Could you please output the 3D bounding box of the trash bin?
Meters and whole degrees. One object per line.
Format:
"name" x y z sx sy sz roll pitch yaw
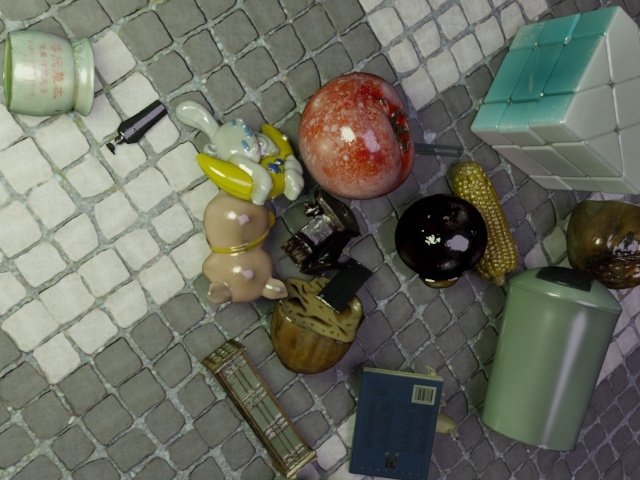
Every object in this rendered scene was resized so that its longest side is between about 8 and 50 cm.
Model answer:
"trash bin" 0.573 0.279 1.823 0.280 0.280 0.432 12 94 -28

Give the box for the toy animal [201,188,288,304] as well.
"toy animal" -0.165 0.004 1.485 0.165 0.149 0.248 -7 87 -11

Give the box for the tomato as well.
"tomato" 0.070 -0.214 1.525 0.270 0.227 0.270 29 56 -55

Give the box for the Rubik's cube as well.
"Rubik's cube" 0.620 -0.324 1.749 0.318 0.316 0.322 31 83 -27

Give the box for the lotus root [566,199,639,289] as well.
"lotus root" 0.759 0.026 1.873 0.272 0.272 0.192 47 51 -24

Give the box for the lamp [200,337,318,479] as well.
"lamp" -0.129 0.366 1.570 0.090 0.089 0.325 -38 111 -19

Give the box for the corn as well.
"corn" 0.398 -0.039 1.784 0.119 0.119 0.322 -28 103 -22

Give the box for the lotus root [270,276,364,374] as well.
"lotus root" -0.022 0.193 1.581 0.188 0.199 0.180 26 127 1

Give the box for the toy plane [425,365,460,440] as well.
"toy plane" 0.244 0.428 1.771 0.256 0.104 0.242 26 98 -21

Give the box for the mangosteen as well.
"mangosteen" 0.282 0.013 1.695 0.211 0.211 0.250 -38 142 -19

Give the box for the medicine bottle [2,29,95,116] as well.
"medicine bottle" -0.476 -0.291 1.280 0.143 0.147 0.147 -2 97 -28

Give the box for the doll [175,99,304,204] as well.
"doll" -0.150 -0.172 1.449 0.237 0.111 0.252 -2 55 -34

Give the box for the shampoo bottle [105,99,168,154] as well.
"shampoo bottle" -0.359 -0.221 1.416 0.137 0.027 0.048 -42 110 -16

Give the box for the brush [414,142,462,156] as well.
"brush" 0.235 -0.218 1.723 0.266 0.027 0.062 -1 97 -28

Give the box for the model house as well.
"model house" -0.007 -0.008 1.549 0.164 0.141 0.203 -40 152 11

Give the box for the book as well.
"book" 0.175 0.434 1.701 0.190 0.025 0.269 7 104 2

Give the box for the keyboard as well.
"keyboard" 0.055 0.095 1.599 0.063 0.010 0.198 35 34 9
